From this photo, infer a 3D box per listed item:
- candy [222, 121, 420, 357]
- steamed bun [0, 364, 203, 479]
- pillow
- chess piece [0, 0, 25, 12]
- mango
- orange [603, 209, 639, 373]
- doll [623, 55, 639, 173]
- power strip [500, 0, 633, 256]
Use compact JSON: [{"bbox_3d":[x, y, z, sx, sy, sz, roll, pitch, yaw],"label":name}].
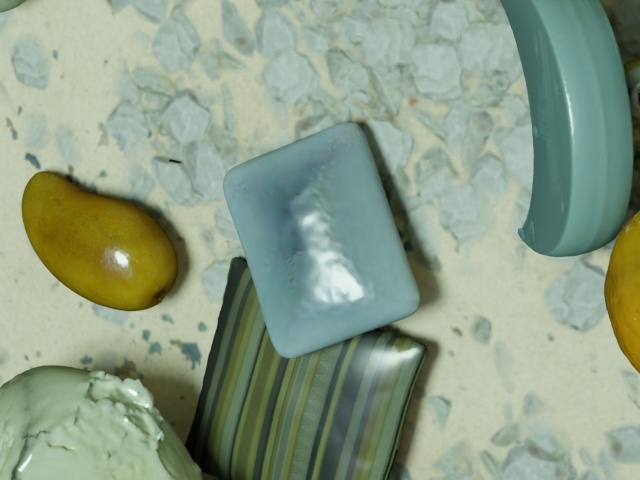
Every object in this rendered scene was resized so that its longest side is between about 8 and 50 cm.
[{"bbox_3d":[0.000,0.000,1.371,0.138,0.071,0.174,-22,82,20],"label":"candy"},{"bbox_3d":[-0.214,0.289,1.465,0.312,0.233,0.334,166,115,-67],"label":"steamed bun"},{"bbox_3d":[-0.017,0.147,1.441,0.212,0.052,0.208,24,108,27],"label":"pillow"},{"bbox_3d":[-0.369,-0.275,1.479,0.243,0.133,0.133,16,110,19],"label":"chess piece"},{"bbox_3d":[-0.211,0.001,1.489,0.184,0.085,0.102,28,115,25],"label":"mango"},{"bbox_3d":[0.296,0.041,1.183,0.177,0.155,0.177,38,160,17],"label":"orange"},{"bbox_3d":[0.270,-0.184,1.179,0.117,0.086,0.291,9,108,13],"label":"doll"},{"bbox_3d":[0.183,-0.106,1.217,0.054,0.167,0.253,-9,104,-12],"label":"power strip"}]
